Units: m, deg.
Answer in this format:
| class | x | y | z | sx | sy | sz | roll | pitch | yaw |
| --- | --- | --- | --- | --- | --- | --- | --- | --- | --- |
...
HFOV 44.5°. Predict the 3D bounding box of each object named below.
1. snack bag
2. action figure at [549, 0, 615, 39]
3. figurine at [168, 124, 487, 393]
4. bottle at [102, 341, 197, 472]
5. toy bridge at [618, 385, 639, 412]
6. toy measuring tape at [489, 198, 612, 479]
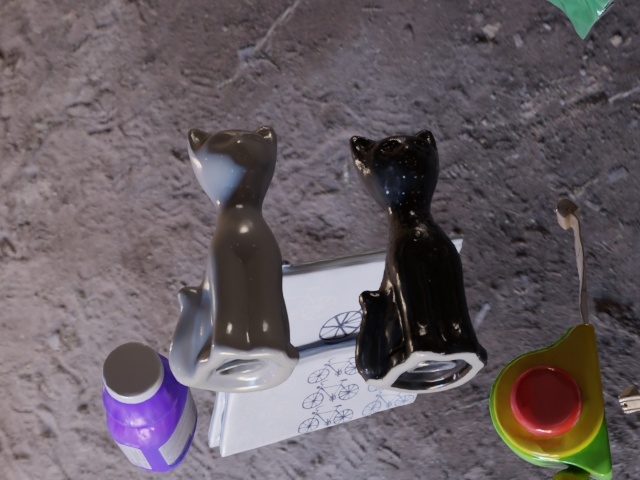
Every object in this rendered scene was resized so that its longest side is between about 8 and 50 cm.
| class | x | y | z | sx | sy | sz | roll | pitch | yaw |
| --- | --- | --- | --- | --- | --- | --- | --- | --- | --- |
| snack bag | 0.024 | 0.139 | 1.019 | 0.037 | 0.323 | 0.343 | -121 | 33 | -41 |
| action figure | 0.246 | -0.345 | 0.899 | 0.232 | 0.137 | 0.063 | 45 | 79 | 7 |
| figurine | 0.000 | 0.000 | 0.575 | 0.214 | 0.092 | 0.210 | 2 | 62 | -11 |
| bottle | -0.216 | 0.209 | 0.991 | 0.092 | 0.283 | 0.118 | 14 | 63 | 4 |
| toy bridge | 0.440 | 0.173 | 0.916 | 0.188 | 0.063 | 0.026 | -25 | 86 | 39 |
| toy measuring tape | 0.233 | 0.115 | 0.828 | 0.121 | 0.121 | 0.330 | -13 | 63 | 29 |
